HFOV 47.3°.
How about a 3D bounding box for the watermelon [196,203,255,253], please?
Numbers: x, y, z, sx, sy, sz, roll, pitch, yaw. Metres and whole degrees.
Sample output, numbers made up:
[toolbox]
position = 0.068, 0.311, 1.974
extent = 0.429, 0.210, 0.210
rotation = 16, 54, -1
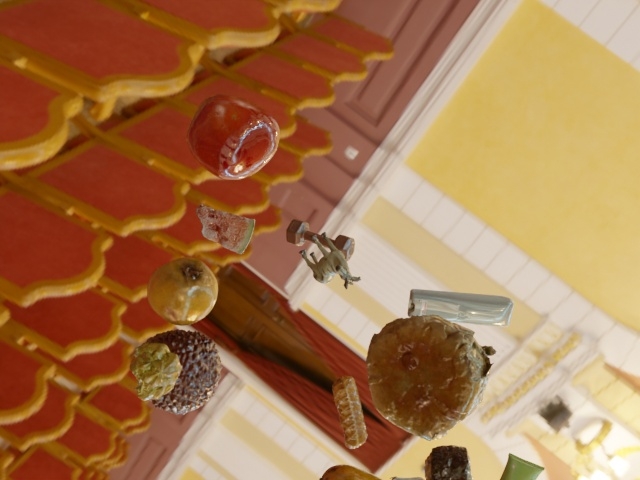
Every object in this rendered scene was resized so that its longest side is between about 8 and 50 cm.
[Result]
[watermelon]
position = -0.231, -0.026, 1.840
extent = 0.121, 0.158, 0.098
rotation = 6, -108, 48

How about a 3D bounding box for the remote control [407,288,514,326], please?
[remote control]
position = 0.398, 0.198, 2.088
extent = 0.051, 0.293, 0.103
rotation = -76, 170, -55

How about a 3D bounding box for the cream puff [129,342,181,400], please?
[cream puff]
position = -0.426, 0.342, 1.896
extent = 0.156, 0.121, 0.156
rotation = 177, -90, -85

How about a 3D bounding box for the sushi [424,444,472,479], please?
[sushi]
position = 0.460, 0.903, 2.582
extent = 0.211, 0.170, 0.350
rotation = 48, 36, -77

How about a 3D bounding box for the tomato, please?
[tomato]
position = -0.276, -0.337, 2.327
extent = 0.299, 0.298, 0.226
rotation = -50, 177, -23

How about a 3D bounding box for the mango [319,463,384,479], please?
[mango]
position = 0.073, 0.482, 1.397
extent = 0.115, 0.178, 0.090
rotation = 16, -96, 51

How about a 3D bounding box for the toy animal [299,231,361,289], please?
[toy animal]
position = 0.024, 0.071, 1.975
extent = 0.073, 0.176, 0.217
rotation = -22, 165, -25

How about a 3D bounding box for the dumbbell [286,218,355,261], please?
[dumbbell]
position = 0.000, 0.000, 2.370
extent = 0.092, 0.230, 0.082
rotation = -61, 155, -23

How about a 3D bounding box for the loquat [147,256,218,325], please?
[loquat]
position = -0.408, 0.149, 2.166
extent = 0.208, 0.208, 0.208
rotation = -52, 176, -6

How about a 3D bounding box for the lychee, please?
[lychee]
position = -0.436, 0.389, 2.250
extent = 0.264, 0.264, 0.300
rotation = -55, -144, 34

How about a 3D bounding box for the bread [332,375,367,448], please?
[bread]
position = 0.061, 0.354, 1.505
extent = 0.052, 0.157, 0.044
rotation = -19, -166, -28

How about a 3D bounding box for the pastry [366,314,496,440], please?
[pastry]
position = 0.259, 0.326, 1.813
extent = 0.330, 0.329, 0.136
rotation = -54, 159, 23

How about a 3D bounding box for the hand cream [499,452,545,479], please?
[hand cream]
position = 0.481, 0.605, 1.809
extent = 0.175, 0.095, 0.046
rotation = -40, 137, -45

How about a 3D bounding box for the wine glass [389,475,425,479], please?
[wine glass]
position = 0.250, 0.784, 2.046
extent = 0.165, 0.164, 0.197
rotation = -44, 139, -61
